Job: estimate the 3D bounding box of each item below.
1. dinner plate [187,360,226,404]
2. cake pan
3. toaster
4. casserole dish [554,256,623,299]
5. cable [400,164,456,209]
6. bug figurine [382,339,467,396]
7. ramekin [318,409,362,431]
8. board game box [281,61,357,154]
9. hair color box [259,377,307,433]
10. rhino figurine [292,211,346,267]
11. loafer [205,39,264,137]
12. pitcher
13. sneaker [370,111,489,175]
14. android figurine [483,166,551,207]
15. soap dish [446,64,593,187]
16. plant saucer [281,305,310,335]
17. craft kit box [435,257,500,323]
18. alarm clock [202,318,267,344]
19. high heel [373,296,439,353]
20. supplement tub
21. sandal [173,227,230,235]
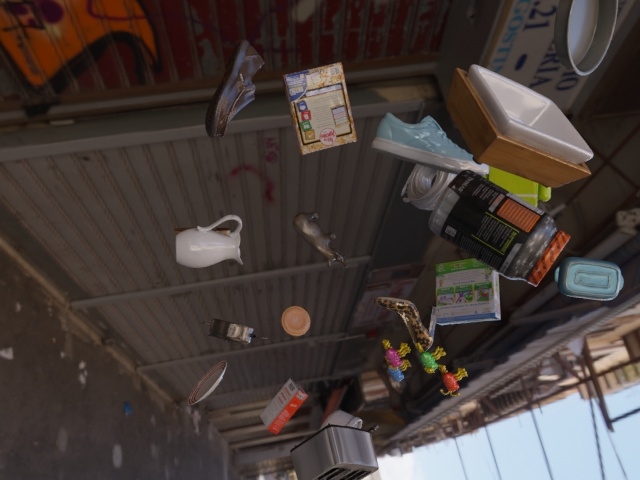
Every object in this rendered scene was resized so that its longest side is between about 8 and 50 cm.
[{"bbox_3d":[-0.289,0.371,1.439,0.017,0.141,0.141,47,1,-14],"label":"dinner plate"},{"bbox_3d":[0.740,-0.615,1.554,0.054,0.293,0.293,22,-53,44],"label":"cake pan"},{"bbox_3d":[0.044,0.553,1.427,0.185,0.168,0.110,-42,-136,27],"label":"toaster"},{"bbox_3d":[0.763,0.108,1.572,0.037,0.188,0.114,13,84,-82],"label":"casserole dish"},{"bbox_3d":[0.458,-0.244,2.255,0.257,0.089,0.257,-66,-152,6],"label":"cable"},{"bbox_3d":[0.301,0.398,1.736,0.216,0.279,0.072,56,48,-37],"label":"bug figurine"},{"bbox_3d":[0.065,0.768,2.186,0.109,0.207,0.207,26,-39,23],"label":"ramekin"},{"bbox_3d":[-0.002,-0.322,1.361,0.045,0.146,0.194,-136,-148,-71],"label":"board game box"},{"bbox_3d":[-0.107,0.476,1.600,0.043,0.141,0.072,39,0,-32],"label":"hair color box"},{"bbox_3d":[0.000,0.000,1.797,0.243,0.073,0.106,49,24,7],"label":"rhino figurine"},{"bbox_3d":[-0.283,-0.508,1.908,0.134,0.130,0.366,-1,-113,64],"label":"loafer"},{"bbox_3d":[-0.350,0.000,1.751,0.125,0.207,0.178,-118,-150,-58],"label":"pitcher"},{"bbox_3d":[0.344,-0.297,1.680,0.135,0.365,0.150,-40,147,-84],"label":"sneaker"},{"bbox_3d":[0.672,-0.180,1.940,0.056,0.248,0.273,39,55,-61],"label":"android figurine"},{"bbox_3d":[0.417,-0.236,1.187,0.118,0.290,0.229,-52,-142,37],"label":"soap dish"},{"bbox_3d":[-0.068,0.223,1.545,0.013,0.083,0.084,135,-54,-63],"label":"plant saucer"},{"bbox_3d":[0.571,0.197,2.175,0.061,0.249,0.247,24,63,-47],"label":"craft kit box"},{"bbox_3d":[-0.254,0.282,1.690,0.129,0.192,0.064,55,44,-73],"label":"alarm clock"},{"bbox_3d":[0.308,0.315,2.075,0.093,0.261,0.186,-179,-77,-80],"label":"high heel"},{"bbox_3d":[0.490,-0.032,1.536,0.338,0.207,0.207,35,-27,20],"label":"supplement tub"},{"bbox_3d":[-0.489,-0.007,2.295,0.088,0.240,0.079,-69,158,-75],"label":"sandal"}]
